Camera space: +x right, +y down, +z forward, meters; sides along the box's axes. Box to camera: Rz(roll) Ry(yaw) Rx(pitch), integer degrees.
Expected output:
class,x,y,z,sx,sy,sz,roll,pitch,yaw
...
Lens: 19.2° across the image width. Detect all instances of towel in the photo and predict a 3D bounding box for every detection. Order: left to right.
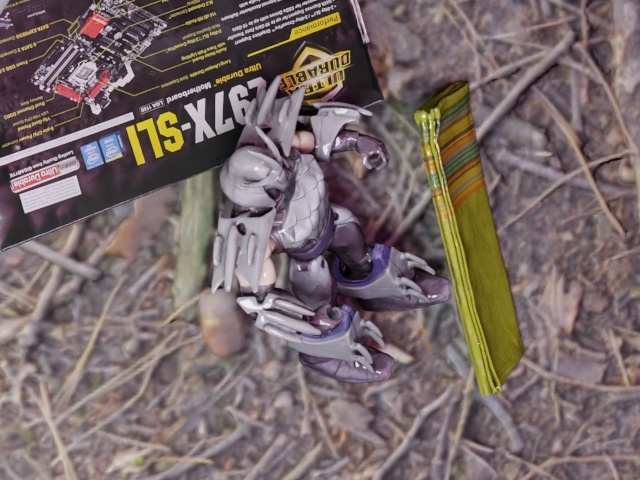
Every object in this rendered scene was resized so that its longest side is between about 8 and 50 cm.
class,x,y,z,sx,sy,sz,roll,pitch,yaw
towel,0.123,-0.003,1.495,0.102,0.021,0.237,-39,119,-60

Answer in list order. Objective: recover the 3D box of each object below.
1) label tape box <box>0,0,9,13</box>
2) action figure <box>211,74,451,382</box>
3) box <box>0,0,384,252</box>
class,x,y,z,sx,sy,sz,roll,pitch,yaw
label tape box,-0.335,-0.180,1.147,0.348,0.115,0.249,-25,67,-28
action figure,0.000,0.000,1.358,0.185,0.099,0.285,-67,152,-18
box,-0.135,-0.168,1.343,0.322,0.079,0.257,-24,109,-22
